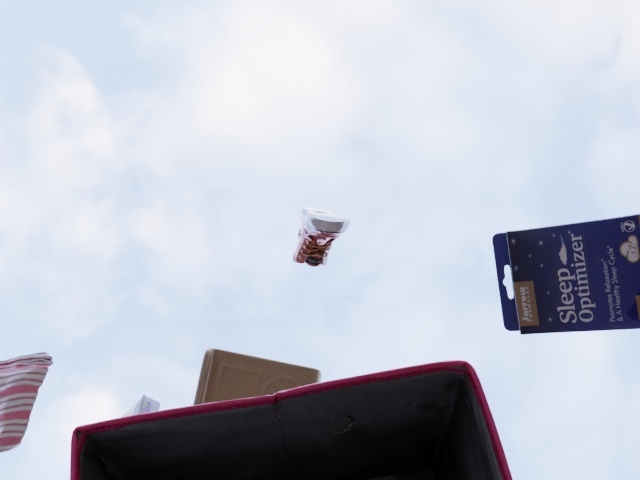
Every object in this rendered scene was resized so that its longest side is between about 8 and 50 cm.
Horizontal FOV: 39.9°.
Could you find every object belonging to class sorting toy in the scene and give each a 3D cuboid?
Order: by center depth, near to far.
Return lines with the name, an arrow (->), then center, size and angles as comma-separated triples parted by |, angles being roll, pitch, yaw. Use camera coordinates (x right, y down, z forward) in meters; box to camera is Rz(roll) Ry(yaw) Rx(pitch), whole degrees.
sorting toy -> -0.107, 0.280, 1.387 | 0.208, 0.038, 0.192 | 15, -101, -24

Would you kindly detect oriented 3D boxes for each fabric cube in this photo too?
fabric cube -> -0.003, 0.259, 0.585 | 0.259, 0.258, 0.254 | -9, -119, -3

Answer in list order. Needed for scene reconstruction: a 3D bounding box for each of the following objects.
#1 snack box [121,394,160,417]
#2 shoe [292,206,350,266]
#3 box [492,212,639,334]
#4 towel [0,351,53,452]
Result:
snack box -> -0.312, 0.332, 1.429 | 0.037, 0.141, 0.100 | 33, -59, -20
shoe -> 0.000, 0.000, 1.261 | 0.064, 0.178, 0.081 | 7, -85, -10
box -> 0.312, 0.046, 1.095 | 0.225, 0.037, 0.136 | -9, -92, 42
towel -> -0.473, 0.251, 1.273 | 0.029, 0.144, 0.197 | 38, -63, 26
